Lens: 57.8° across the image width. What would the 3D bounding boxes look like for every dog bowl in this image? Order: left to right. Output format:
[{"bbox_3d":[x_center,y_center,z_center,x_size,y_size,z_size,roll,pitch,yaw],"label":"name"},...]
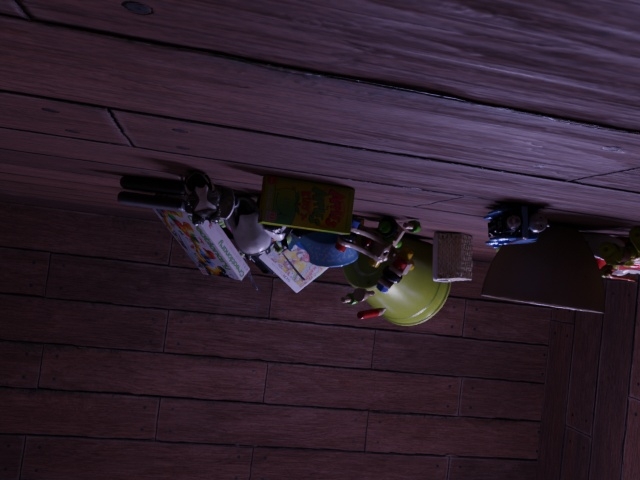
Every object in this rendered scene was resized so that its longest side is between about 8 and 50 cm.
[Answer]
[{"bbox_3d":[0.000,0.000,1.903,0.165,0.074,0.297,-16,-154,-30],"label":"dog bowl"}]

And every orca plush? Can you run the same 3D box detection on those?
[{"bbox_3d":[-0.081,-0.054,1.538,0.102,0.151,0.287,-28,161,5],"label":"orca plush"}]

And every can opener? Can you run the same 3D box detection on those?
[{"bbox_3d":[-0.340,-0.102,1.409,0.283,0.076,0.095,7,177,4],"label":"can opener"}]

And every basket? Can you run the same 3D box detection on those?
[{"bbox_3d":[0.448,0.057,1.958,0.103,0.167,0.113,-1,173,37],"label":"basket"}]

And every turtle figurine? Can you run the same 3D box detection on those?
[{"bbox_3d":[-0.209,0.013,1.864,0.197,0.275,0.266,-31,-136,-31],"label":"turtle figurine"},{"bbox_3d":[0.743,0.023,1.310,0.217,0.087,0.269,14,158,-41],"label":"turtle figurine"}]

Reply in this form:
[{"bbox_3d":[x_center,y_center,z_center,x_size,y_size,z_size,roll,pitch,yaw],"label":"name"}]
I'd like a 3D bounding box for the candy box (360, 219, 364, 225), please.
[{"bbox_3d":[0.037,-0.062,1.863,0.205,0.027,0.105,6,175,3],"label":"candy box"}]

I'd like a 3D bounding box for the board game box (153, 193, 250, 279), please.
[{"bbox_3d":[-0.357,-0.013,1.716,0.192,0.053,0.305,4,136,42],"label":"board game box"}]

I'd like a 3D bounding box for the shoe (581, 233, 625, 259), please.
[{"bbox_3d":[0.698,0.013,1.502,0.177,0.064,0.081,11,-179,27],"label":"shoe"}]

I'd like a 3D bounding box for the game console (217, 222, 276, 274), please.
[{"bbox_3d":[-0.292,0.013,2.236,0.213,0.044,0.361,5,143,47],"label":"game console"}]

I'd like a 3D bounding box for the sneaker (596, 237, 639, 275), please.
[{"bbox_3d":[0.788,0.030,1.530,0.118,0.107,0.279,28,165,-26],"label":"sneaker"}]

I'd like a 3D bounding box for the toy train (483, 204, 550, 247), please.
[{"bbox_3d":[0.394,-0.029,1.172,0.105,0.080,0.184,-3,174,5],"label":"toy train"}]

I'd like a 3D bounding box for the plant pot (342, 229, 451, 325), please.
[{"bbox_3d":[0.274,0.118,2.279,0.366,0.367,0.353,5,164,37],"label":"plant pot"}]

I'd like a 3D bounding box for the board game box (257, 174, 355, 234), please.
[{"bbox_3d":[-0.027,-0.068,1.143,0.181,0.092,0.043,7,176,-17],"label":"board game box"}]

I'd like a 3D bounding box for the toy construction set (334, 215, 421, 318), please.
[{"bbox_3d":[0.194,0.074,1.758,0.257,0.309,0.237,15,-172,37],"label":"toy construction set"}]

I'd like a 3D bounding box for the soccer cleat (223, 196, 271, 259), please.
[{"bbox_3d":[-0.204,-0.071,1.595,0.116,0.143,0.331,-17,-154,-12],"label":"soccer cleat"}]

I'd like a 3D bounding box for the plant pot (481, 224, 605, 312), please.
[{"bbox_3d":[0.549,0.062,1.419,0.284,0.191,0.284,8,176,1],"label":"plant pot"}]

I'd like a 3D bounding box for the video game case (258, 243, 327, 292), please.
[{"bbox_3d":[-0.080,0.060,2.140,0.206,0.227,0.026,44,-157,-14],"label":"video game case"}]

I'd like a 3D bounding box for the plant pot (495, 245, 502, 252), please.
[{"bbox_3d":[0.617,0.026,1.898,0.083,0.083,0.079,8,-170,-24],"label":"plant pot"}]

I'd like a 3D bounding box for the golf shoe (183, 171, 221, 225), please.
[{"bbox_3d":[-0.249,-0.108,1.217,0.077,0.094,0.198,-13,-152,-17],"label":"golf shoe"}]
